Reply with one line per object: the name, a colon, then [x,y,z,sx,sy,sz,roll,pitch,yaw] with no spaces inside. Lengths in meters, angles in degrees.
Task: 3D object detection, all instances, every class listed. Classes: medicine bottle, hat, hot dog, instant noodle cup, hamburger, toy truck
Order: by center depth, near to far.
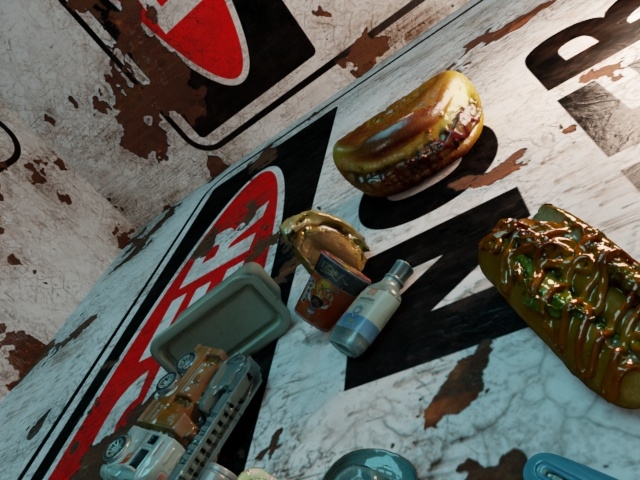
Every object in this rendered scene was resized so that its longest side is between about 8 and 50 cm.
hat: [0.044,0.332,0.549,0.138,0.078,0.191,-3,43,33]
hot dog: [0.323,0.053,0.593,0.158,0.117,0.349,-35,25,12]
medicine bottle: [-0.184,0.426,0.756,0.058,0.058,0.091,-14,35,44]
medicine bottle: [0.103,0.124,0.862,0.208,0.054,0.090,-49,22,-21]
toy truck: [-0.255,0.363,0.863,0.184,0.133,0.338,-8,33,37]
instant noodle cup: [0.017,0.107,0.931,0.135,0.127,0.127,-57,24,4]
hamburger: [0.000,0.000,1.036,0.155,0.207,0.135,-47,28,-3]
hot dog: [0.223,-0.248,1.161,0.405,0.185,0.223,-30,25,21]

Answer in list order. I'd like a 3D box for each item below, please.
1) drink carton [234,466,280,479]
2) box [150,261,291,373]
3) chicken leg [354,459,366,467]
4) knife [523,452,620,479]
drink carton: [-0.111,0.406,0.599,0.142,0.144,0.146,-36,24,23]
box: [-0.230,0.189,1.107,0.312,0.175,0.182,-37,16,8]
chicken leg: [0.046,0.339,0.620,0.036,0.021,0.083,-6,39,26]
knife: [0.283,0.256,0.410,0.064,0.031,0.222,-52,26,-16]
